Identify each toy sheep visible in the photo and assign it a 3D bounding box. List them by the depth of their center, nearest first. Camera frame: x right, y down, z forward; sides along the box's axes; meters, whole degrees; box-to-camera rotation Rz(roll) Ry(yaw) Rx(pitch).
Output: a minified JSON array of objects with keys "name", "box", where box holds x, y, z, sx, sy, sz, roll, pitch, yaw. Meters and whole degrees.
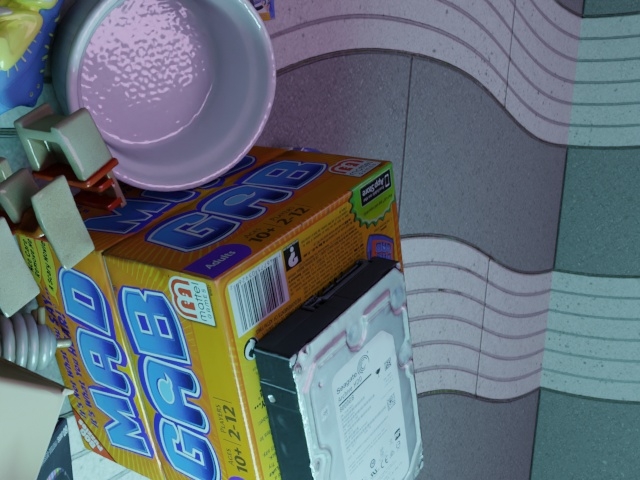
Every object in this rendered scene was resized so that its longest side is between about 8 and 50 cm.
[{"name":"toy sheep","box":[-0.377,0.128,1.011,0.132,0.091,0.091,0,99,-29]}]

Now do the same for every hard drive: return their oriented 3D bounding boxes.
[{"name":"hard drive","box":[0.039,0.219,1.016,0.237,0.064,0.338,-36,126,-44]}]

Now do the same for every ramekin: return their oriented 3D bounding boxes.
[{"name":"ramekin","box":[-0.209,-0.214,1.048,0.277,0.135,0.277,-16,120,-30]}]

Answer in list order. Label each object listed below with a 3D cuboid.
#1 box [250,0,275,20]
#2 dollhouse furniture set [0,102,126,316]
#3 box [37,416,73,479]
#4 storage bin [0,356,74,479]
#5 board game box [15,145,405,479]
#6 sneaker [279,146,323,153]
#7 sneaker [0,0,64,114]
[{"name":"box","box":[-0.111,-0.418,1.290,0.081,0.028,0.136,-26,121,-48]},{"name":"dollhouse furniture set","box":[-0.340,-0.029,0.877,0.259,0.262,0.135,-47,135,-38]},{"name":"box","box":[-0.383,0.365,0.964,0.165,0.143,0.270,-77,167,-74]},{"name":"storage bin","box":[-0.433,0.150,0.789,0.262,0.260,0.123,29,76,-53]},{"name":"board game box","box":[-0.123,0.099,1.120,0.356,0.356,0.356,-35,126,-45]},{"name":"sneaker","box":[0.000,0.001,1.415,0.127,0.182,0.315,1,97,-56]},{"name":"sneaker","box":[-0.361,-0.238,0.962,0.240,0.091,0.126,-57,157,-29]}]
